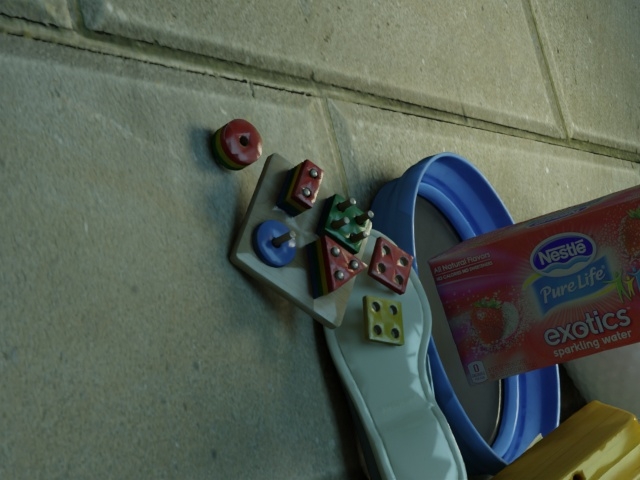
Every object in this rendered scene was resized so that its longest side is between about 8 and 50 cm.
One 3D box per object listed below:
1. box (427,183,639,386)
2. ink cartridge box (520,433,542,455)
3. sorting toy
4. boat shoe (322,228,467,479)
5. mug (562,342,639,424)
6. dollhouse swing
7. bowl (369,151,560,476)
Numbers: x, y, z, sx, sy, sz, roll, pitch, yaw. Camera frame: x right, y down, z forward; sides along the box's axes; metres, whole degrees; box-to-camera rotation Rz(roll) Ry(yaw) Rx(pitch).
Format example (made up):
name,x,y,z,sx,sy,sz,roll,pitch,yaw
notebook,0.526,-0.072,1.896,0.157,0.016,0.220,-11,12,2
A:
name,x,y,z,sx,sy,sz,roll,pitch,yaw
box,0.289,0.036,1.555,0.142,0.300,0.154,-23,95,-64
ink cartridge box,0.233,0.363,1.639,0.171,0.056,0.235,-38,109,-44
sorting toy,0.000,0.000,1.407,0.274,0.046,0.132,36,53,-24
boat shoe,0.064,0.145,1.496,0.099,0.116,0.319,118,-41,-64
mug,0.499,0.086,2.017,0.276,0.374,0.328,-43,114,-85
dollhouse swing,0.367,0.370,1.480,0.315,0.305,0.347,-31,98,-33
bowl,0.170,0.091,1.716,0.391,0.077,0.391,41,40,-47
